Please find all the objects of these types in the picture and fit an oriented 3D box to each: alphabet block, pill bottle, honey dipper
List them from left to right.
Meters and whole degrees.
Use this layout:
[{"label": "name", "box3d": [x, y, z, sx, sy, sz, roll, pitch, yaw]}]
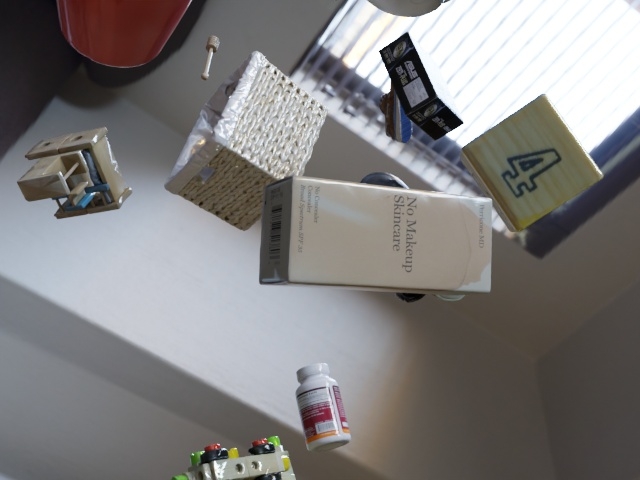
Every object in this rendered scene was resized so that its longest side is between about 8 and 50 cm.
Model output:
[{"label": "honey dipper", "box3d": [-0.282, -0.460, 1.978, 0.030, 0.030, 0.161, -45, -151, 40]}, {"label": "pill bottle", "box3d": [0.001, 0.315, 1.482, 0.086, 0.086, 0.152, -42, -127, 46]}, {"label": "alphabet block", "box3d": [0.408, -0.147, 1.549, 0.193, 0.197, 0.192, -34, 176, 9]}]

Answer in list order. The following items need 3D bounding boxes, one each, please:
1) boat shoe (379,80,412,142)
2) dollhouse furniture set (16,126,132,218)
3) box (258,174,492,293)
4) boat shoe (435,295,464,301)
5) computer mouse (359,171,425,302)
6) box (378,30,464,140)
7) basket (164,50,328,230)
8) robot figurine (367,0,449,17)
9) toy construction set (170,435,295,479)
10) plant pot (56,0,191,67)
[{"label": "boat shoe", "box3d": [0.171, -0.317, 1.821, 0.066, 0.066, 0.183, -30, 126, -46]}, {"label": "dollhouse furniture set", "box3d": [-0.422, -0.084, 1.290, 0.129, 0.129, 0.184, -9, -151, 15]}, {"label": "box", "box3d": [0.080, 0.000, 1.101, 0.121, 0.311, 0.148, 169, -77, -66]}, {"label": "boat shoe", "box3d": [0.218, 0.061, 1.556, 0.079, 0.233, 0.084, 43, -72, 48]}, {"label": "computer mouse", "box3d": [0.166, -0.018, 1.643, 0.188, 0.272, 0.072, -37, -178, -18]}, {"label": "box", "box3d": [0.212, -0.322, 1.641, 0.077, 0.147, 0.180, -30, -119, 22]}, {"label": "basket", "box3d": [-0.196, -0.250, 2.084, 0.328, 0.266, 0.331, -32, -150, 51]}, {"label": "robot figurine", "box3d": [0.171, -0.449, 1.098, 0.353, 0.200, 0.300, -35, 170, -10]}, {"label": "toy construction set", "box3d": [-0.176, 0.443, 1.392, 0.327, 0.151, 0.215, -13, 160, -48]}, {"label": "plant pot", "box3d": [-0.349, -0.459, 1.381, 0.243, 0.275, 0.275, -54, -167, 52]}]
